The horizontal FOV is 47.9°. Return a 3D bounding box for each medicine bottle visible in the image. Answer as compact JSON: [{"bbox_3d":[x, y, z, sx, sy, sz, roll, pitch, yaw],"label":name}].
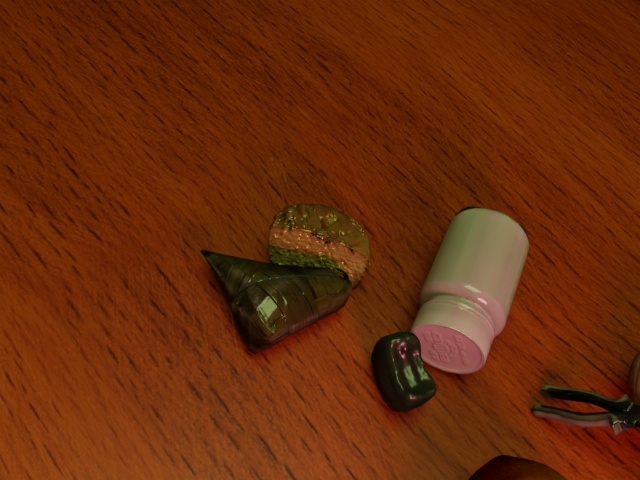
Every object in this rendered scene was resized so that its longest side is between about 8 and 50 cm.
[{"bbox_3d":[0.359,0.114,1.733,0.213,0.214,0.379,25,53,7],"label":"medicine bottle"}]

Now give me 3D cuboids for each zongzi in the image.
[{"bbox_3d":[-0.110,0.085,1.715,0.286,0.138,0.300,-25,61,-29],"label":"zongzi"}]

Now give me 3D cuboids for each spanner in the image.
[{"bbox_3d":[0.627,0.378,1.587,0.324,0.040,0.096,1,43,43],"label":"spanner"}]

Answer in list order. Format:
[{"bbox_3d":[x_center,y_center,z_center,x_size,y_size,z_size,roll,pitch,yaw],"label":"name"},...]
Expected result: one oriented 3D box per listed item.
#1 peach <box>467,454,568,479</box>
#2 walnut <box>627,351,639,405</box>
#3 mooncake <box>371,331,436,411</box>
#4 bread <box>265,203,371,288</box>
[{"bbox_3d":[0.384,0.574,1.363,0.307,0.308,0.333,2,52,-10],"label":"peach"},{"bbox_3d":[0.841,0.371,1.615,0.251,0.277,0.313,-23,62,18],"label":"walnut"},{"bbox_3d":[0.186,0.289,1.604,0.104,0.175,0.168,-12,16,-15],"label":"mooncake"},{"bbox_3d":[0.005,-0.001,1.790,0.260,0.160,0.147,15,45,4],"label":"bread"}]
